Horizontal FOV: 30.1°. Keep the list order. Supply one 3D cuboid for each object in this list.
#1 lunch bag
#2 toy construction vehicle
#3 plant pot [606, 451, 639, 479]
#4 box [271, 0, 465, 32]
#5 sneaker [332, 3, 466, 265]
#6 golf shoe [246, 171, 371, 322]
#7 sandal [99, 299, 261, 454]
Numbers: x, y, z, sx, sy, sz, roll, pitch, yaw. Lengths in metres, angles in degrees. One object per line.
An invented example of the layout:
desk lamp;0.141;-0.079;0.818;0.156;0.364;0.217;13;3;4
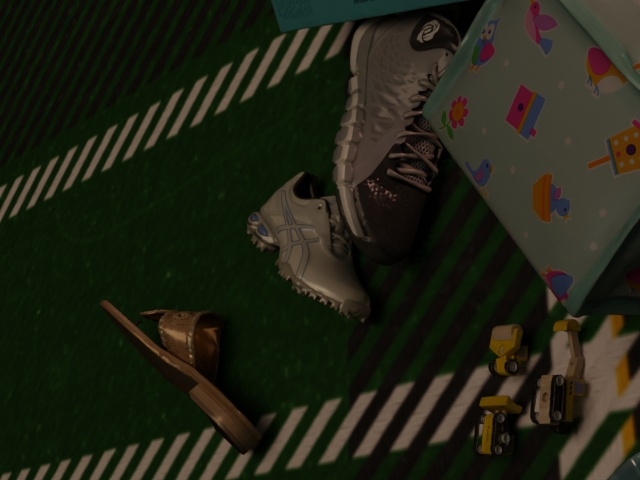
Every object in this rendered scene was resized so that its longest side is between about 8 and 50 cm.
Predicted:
lunch bag;0.210;-0.111;0.754;0.262;0.160;0.223;-61;41;33
toy construction vehicle;0.153;0.108;0.864;0.086;0.035;0.098;-19;60;55
plant pot;0.268;0.181;0.576;0.165;0.165;0.234;-36;78;20
box;0.070;-0.231;1.011;0.244;0.100;0.060;2;115;48
sneaker;0.084;-0.099;0.971;0.132;0.086;0.229;-17;64;41
golf shoe;0.000;0.000;1.042;0.086;0.069;0.176;-54;45;11
sandal;-0.115;0.107;1.139;0.079;0.088;0.240;-42;48;-13
